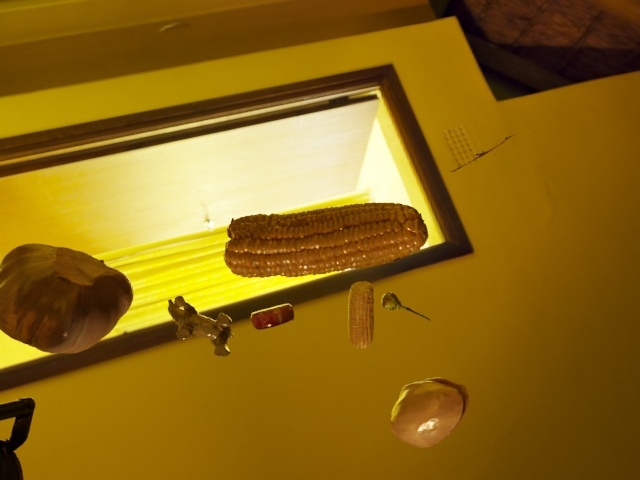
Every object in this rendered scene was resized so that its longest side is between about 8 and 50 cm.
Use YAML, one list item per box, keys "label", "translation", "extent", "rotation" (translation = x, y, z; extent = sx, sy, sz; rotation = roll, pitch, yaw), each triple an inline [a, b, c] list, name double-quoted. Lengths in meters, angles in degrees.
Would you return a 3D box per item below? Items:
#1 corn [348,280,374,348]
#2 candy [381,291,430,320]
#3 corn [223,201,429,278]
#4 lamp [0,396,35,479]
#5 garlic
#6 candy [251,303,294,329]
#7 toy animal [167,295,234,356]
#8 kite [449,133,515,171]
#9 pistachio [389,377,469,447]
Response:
- label: "corn"
  translation: [0.143, 0.263, 1.683]
  extent: [0.093, 0.093, 0.244]
  rotation: [-130, -144, -64]
- label: "candy"
  translation: [0.188, 0.149, 1.045]
  extent: [0.035, 0.123, 0.035]
  rotation: [-86, -158, -65]
- label: "corn"
  translation: [0.000, 0.000, 0.657]
  extent: [0.101, 0.291, 0.101]
  rotation: [-6, 90, -72]
- label: "lamp"
  translation: [-0.743, 0.498, 0.918]
  extent: [0.205, 0.272, 0.374]
  rotation: [55, 36, -80]
- label: "garlic"
  translation: [-0.651, 0.155, 1.210]
  extent: [0.317, 0.259, 0.317]
  rotation: [37, 22, -18]
- label: "candy"
  translation: [-0.112, 0.179, 1.125]
  extent: [0.103, 0.103, 0.043]
  rotation: [144, -68, -77]
- label: "toy animal"
  translation: [-0.320, 0.219, 1.259]
  extent: [0.101, 0.218, 0.103]
  rotation: [117, -4, -80]
- label: "kite"
  translation: [0.418, -0.226, 1.232]
  extent: [0.183, 0.160, 0.010]
  rotation: [-31, -94, 35]
- label: "pistachio"
  translation: [0.377, 0.596, 1.675]
  extent: [0.318, 0.193, 0.214]
  rotation: [-41, -120, 35]
